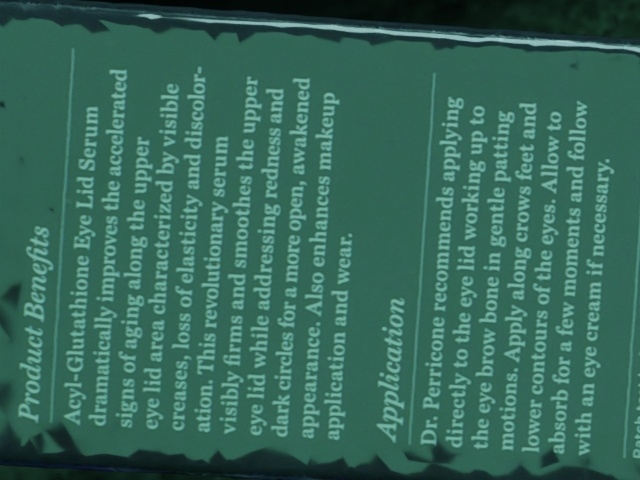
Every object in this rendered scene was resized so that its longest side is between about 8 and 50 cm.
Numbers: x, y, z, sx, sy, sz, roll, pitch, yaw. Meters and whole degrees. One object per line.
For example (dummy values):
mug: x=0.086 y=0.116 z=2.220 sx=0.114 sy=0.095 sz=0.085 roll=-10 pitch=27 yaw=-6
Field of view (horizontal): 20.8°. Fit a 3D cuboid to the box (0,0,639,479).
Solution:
box: x=0.000 y=0.000 z=0.461 sx=0.207 sy=0.153 sz=0.108 roll=3 pitch=92 yaw=-1
